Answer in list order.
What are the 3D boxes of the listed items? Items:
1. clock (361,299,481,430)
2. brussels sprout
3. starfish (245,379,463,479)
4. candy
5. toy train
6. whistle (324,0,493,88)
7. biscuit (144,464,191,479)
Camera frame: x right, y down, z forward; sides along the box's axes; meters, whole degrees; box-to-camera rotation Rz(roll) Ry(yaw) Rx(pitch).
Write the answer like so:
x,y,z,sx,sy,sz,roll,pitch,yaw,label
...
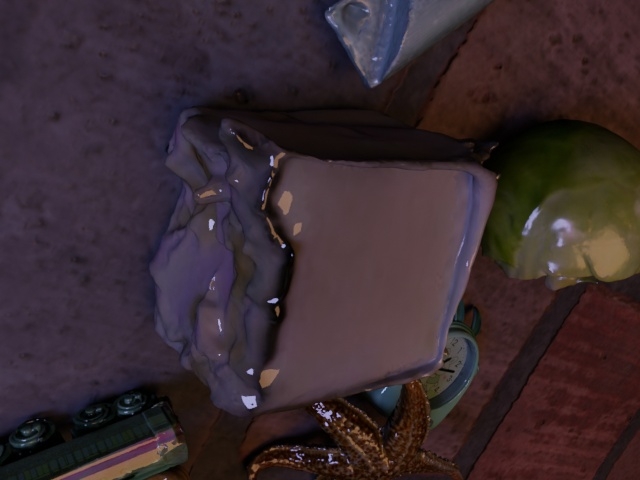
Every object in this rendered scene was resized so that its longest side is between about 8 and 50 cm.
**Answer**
x,y,z,sx,sy,sz,roll,pitch,yaw,label
0.105,0.112,0.646,0.135,0.041,0.101,-50,130,-1,clock
0.203,-0.037,0.565,0.151,0.149,0.122,-46,127,-57,brussels sprout
0.050,0.186,0.607,0.238,0.057,0.213,25,128,-20,starfish
0.000,0.000,0.450,0.195,0.137,0.185,-6,118,-33,candy
-0.165,0.145,0.464,0.148,0.071,0.038,-17,124,-25,toy train
0.137,-0.213,0.472,0.312,0.062,0.062,-37,130,-11,whistle
-0.151,0.264,0.506,0.036,0.166,0.225,4,102,-74,biscuit
